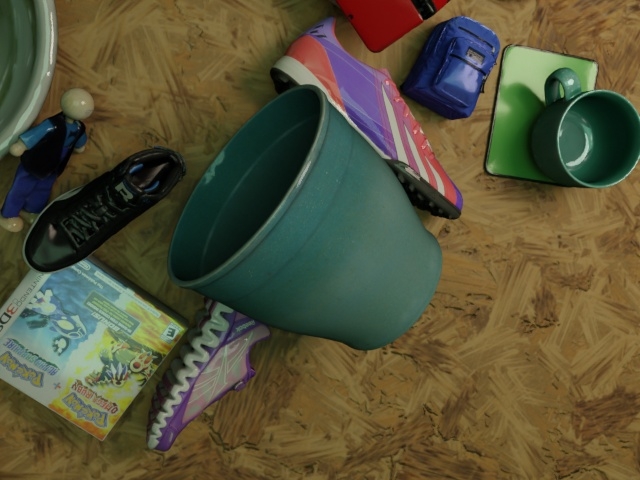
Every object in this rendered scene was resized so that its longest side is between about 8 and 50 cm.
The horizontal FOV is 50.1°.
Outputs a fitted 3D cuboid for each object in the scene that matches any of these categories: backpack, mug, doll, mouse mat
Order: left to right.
[{"bbox_3d":[-0.322,-0.101,0.815,0.046,0.129,0.189,37,112,7],"label":"doll"},{"bbox_3d":[0.185,-0.232,0.910,0.098,0.101,0.120,27,87,-20],"label":"backpack"},{"bbox_3d":[0.320,-0.178,0.990,0.153,0.007,0.189,8,94,-12],"label":"mouse mat"},{"bbox_3d":[0.361,-0.151,0.947,0.130,0.097,0.157,3,95,-11],"label":"mug"}]

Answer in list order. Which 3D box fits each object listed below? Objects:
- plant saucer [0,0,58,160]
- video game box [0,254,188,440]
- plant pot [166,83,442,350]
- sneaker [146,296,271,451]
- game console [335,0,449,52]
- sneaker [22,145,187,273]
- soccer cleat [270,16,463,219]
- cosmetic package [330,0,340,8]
[{"bbox_3d":[-0.500,-0.240,0.772,0.401,0.100,0.399,-1,97,-11],"label":"plant saucer"},{"bbox_3d":[-0.308,0.125,0.880,0.205,0.048,0.187,37,90,-13],"label":"video game box"},{"bbox_3d":[0.000,0.000,0.827,0.255,0.272,0.271,37,88,-27],"label":"plant pot"},{"bbox_3d":[-0.143,0.178,0.899,0.105,0.095,0.236,30,89,-21],"label":"sneaker"},{"bbox_3d":[0.083,-0.328,0.837,0.144,0.085,0.124,53,54,-15],"label":"game console"},{"bbox_3d":[-0.255,-0.045,0.806,0.217,0.121,0.079,-42,102,-21],"label":"sneaker"},{"bbox_3d":[0.085,-0.153,0.899,0.318,0.109,0.116,40,84,-10],"label":"soccer cleat"},{"bbox_3d":[-0.002,-0.394,0.862,0.231,0.085,0.117,34,89,-11],"label":"cosmetic package"}]
